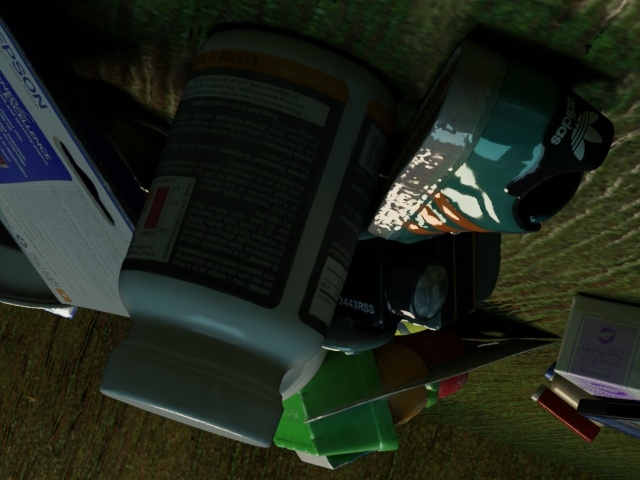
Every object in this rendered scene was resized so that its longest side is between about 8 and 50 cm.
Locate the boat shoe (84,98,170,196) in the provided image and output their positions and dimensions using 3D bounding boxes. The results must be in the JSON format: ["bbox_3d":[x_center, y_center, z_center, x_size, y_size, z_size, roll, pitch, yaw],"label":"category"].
[{"bbox_3d":[-0.156,-0.069,1.426,0.073,0.080,0.223,15,166,46],"label":"boat shoe"}]

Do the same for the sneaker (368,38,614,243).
[{"bbox_3d":[0.114,-0.044,1.005,0.121,0.108,0.302,23,168,-2],"label":"sneaker"}]

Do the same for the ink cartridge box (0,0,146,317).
[{"bbox_3d":[-0.224,-0.066,1.217,0.307,0.072,0.304,2,128,55],"label":"ink cartridge box"}]

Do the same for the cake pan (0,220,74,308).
[{"bbox_3d":[-0.321,-0.048,1.474,0.293,0.054,0.293,22,-149,-14],"label":"cake pan"}]

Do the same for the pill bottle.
[{"bbox_3d":[-0.055,-0.001,1.048,0.162,0.279,0.162,18,169,4],"label":"pill bottle"}]

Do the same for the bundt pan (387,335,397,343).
[{"bbox_3d":[0.001,0.179,2.342,0.330,0.124,0.331,17,171,3],"label":"bundt pan"}]

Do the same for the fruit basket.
[{"bbox_3d":[0.107,0.198,1.958,0.353,0.166,0.327,-10,180,-20],"label":"fruit basket"}]

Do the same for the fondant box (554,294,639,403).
[{"bbox_3d":[0.439,0.170,1.603,0.238,0.096,0.330,11,166,36],"label":"fondant box"}]

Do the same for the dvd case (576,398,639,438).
[{"bbox_3d":[0.417,0.214,1.548,0.180,0.022,0.253,23,169,-18],"label":"dvd case"}]

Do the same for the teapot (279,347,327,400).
[{"bbox_3d":[-0.090,0.077,1.806,0.256,0.252,0.187,40,-156,-9],"label":"teapot"}]

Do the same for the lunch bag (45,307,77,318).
[{"bbox_3d":[-0.424,0.034,2.242,0.128,0.151,0.096,22,169,-21],"label":"lunch bag"}]

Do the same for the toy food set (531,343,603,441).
[{"bbox_3d":[0.343,0.189,1.861,0.104,0.111,0.232,37,179,11],"label":"toy food set"}]

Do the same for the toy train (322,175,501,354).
[{"bbox_3d":[0.000,0.000,1.272,0.333,0.142,0.190,14,-155,41],"label":"toy train"}]

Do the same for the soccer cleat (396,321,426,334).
[{"bbox_3d":[0.036,0.042,1.649,0.289,0.093,0.121,22,162,-24],"label":"soccer cleat"}]
